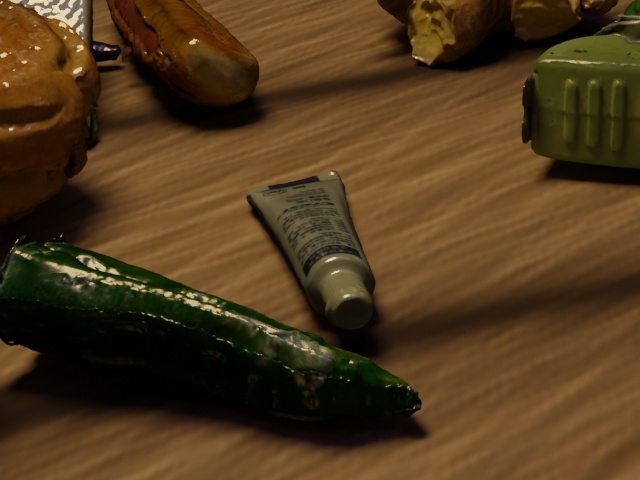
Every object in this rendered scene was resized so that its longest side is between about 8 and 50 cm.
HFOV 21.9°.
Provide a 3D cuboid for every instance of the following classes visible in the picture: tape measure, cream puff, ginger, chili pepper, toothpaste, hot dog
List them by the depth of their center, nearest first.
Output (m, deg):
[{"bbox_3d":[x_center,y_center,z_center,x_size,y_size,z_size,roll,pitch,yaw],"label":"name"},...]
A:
[{"bbox_3d":[-0.052,0.051,0.829,0.227,0.059,0.088,15,7,22],"label":"chili pepper"},{"bbox_3d":[0.000,0.000,0.946,0.062,0.037,0.216,-8,22,-8],"label":"toothpaste"},{"bbox_3d":[-0.232,-0.072,1.023,0.189,0.129,0.189,3,31,-2],"label":"cream puff"},{"bbox_3d":[0.235,-0.096,1.056,0.177,0.087,0.154,10,23,21],"label":"tape measure"},{"bbox_3d":[-0.112,-0.161,1.263,0.088,0.061,0.286,17,16,-19],"label":"hot dog"},{"bbox_3d":[0.115,-0.205,1.286,0.216,0.102,0.157,-10,52,-24],"label":"ginger"}]

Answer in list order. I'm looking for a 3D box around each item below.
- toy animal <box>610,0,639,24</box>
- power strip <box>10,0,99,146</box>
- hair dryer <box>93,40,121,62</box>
[{"bbox_3d":[0.284,-0.184,1.288,0.075,0.041,0.217,2,21,30],"label":"toy animal"},{"bbox_3d":[-0.266,-0.131,1.194,0.213,0.064,0.198,-3,61,-3],"label":"power strip"},{"bbox_3d":[-0.283,-0.153,1.294,0.255,0.070,0.128,2,24,-5],"label":"hair dryer"}]
